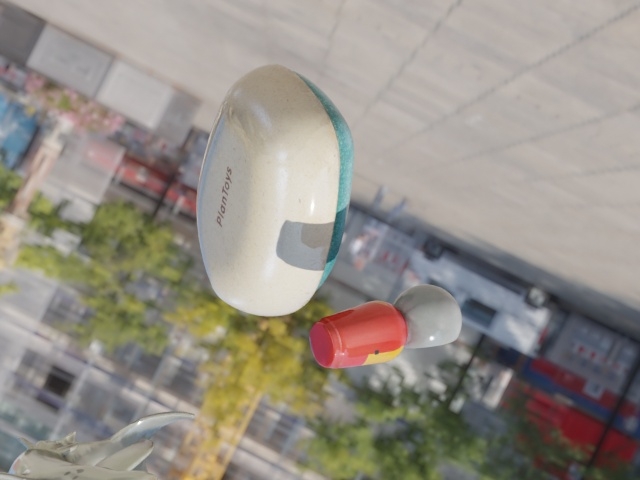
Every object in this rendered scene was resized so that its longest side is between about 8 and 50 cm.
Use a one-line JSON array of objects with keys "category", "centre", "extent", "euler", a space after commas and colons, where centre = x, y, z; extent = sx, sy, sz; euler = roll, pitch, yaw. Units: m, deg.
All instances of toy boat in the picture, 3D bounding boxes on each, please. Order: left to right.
[{"category": "toy boat", "centre": [0.000, 0.000, 1.353], "extent": [0.148, 0.267, 0.318], "euler": [-11, -132, -32]}]

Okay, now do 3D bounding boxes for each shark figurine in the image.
[{"category": "shark figurine", "centre": [-0.160, 0.180, 0.903], "extent": [0.166, 0.116, 0.278], "euler": [0, 180, -7]}]
